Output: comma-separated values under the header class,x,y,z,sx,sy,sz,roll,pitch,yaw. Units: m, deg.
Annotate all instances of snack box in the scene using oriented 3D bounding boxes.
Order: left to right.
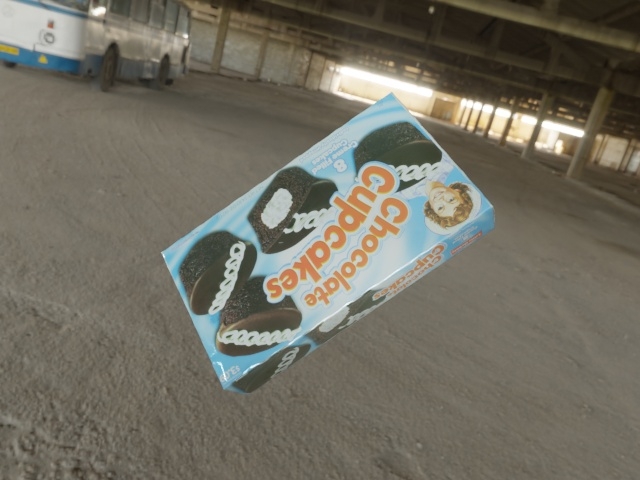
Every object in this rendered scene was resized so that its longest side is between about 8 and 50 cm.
class,x,y,z,sx,sy,sz,roll,pitch,yaw
snack box,0.000,0.000,0.608,0.187,0.322,0.060,57,3,29
